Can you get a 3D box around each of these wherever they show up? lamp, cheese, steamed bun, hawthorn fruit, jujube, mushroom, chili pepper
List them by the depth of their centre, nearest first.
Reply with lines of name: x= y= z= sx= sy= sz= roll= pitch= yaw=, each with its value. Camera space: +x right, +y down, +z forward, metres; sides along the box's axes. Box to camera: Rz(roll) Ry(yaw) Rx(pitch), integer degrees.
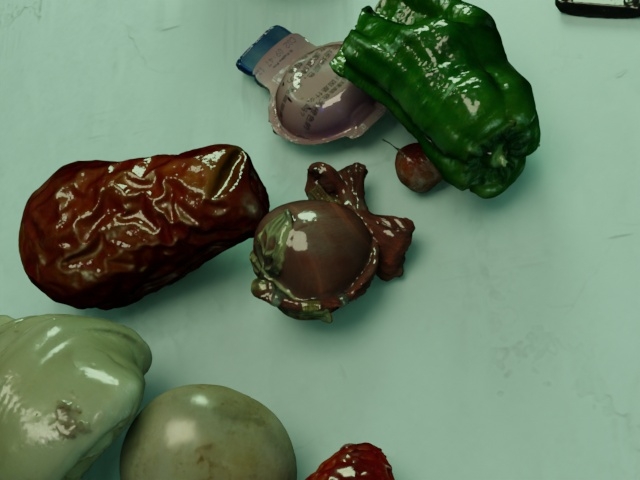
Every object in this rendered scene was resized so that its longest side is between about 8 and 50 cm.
mushroom: x=-0.142 y=0.261 z=1.486 sx=0.206 sy=0.206 sz=0.209 roll=-50 pitch=32 yaw=-12
steamed bun: x=-0.366 y=0.209 z=1.501 sx=0.219 sy=0.324 sz=0.310 roll=40 pitch=98 yaw=-5
lamp: x=-0.005 y=0.009 z=1.617 sx=0.223 sy=0.151 sz=0.215 roll=-10 pitch=48 yaw=-38
chili pepper: x=0.153 y=-0.229 z=1.640 sx=0.167 sy=0.213 sz=0.385 roll=-56 pitch=45 yaw=26
hawthorn fruit: x=0.120 y=-0.106 z=1.650 sx=0.066 sy=0.103 sz=0.067 roll=-25 pitch=46 yaw=29
jujube: x=-0.234 y=-0.027 z=1.683 sx=0.342 sy=0.216 sz=0.216 roll=-13 pitch=55 yaw=18
cheese: x=-0.013 y=-0.227 z=1.803 sx=0.189 sy=0.074 sz=0.286 roll=-46 pitch=50 yaw=-10

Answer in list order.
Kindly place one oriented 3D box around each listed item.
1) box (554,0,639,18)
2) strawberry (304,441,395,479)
box: x=0.397 y=-0.362 z=1.741 sx=0.126 sy=0.027 sz=0.125 roll=9 pitch=63 yaw=27
strawberry: x=0.022 y=0.326 z=1.372 sx=0.205 sy=0.205 sz=0.244 roll=-8 pitch=43 yaw=19
